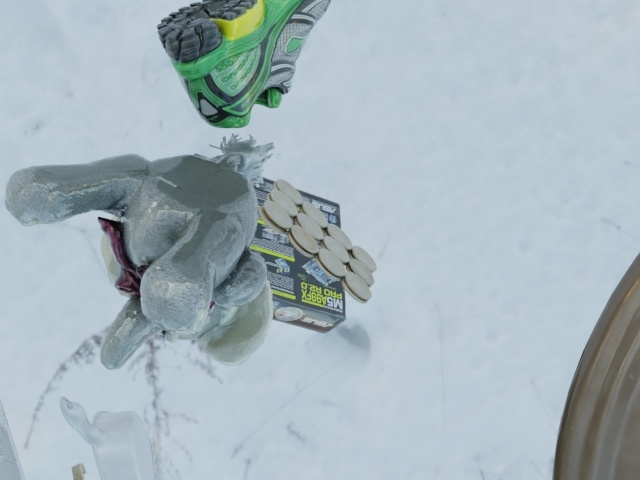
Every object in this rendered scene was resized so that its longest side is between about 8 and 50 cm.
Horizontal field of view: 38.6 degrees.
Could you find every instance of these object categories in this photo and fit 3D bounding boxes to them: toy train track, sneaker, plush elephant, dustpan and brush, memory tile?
[{"bbox_3d":[-0.200,0.235,0.791,0.048,0.083,0.014,-27,155,15],"label":"toy train track"},{"bbox_3d":[-0.080,-0.247,1.129,0.134,0.343,0.146,2,122,28],"label":"sneaker"},{"bbox_3d":[-0.180,0.035,1.066,0.271,0.330,0.256,28,125,17],"label":"plush elephant"},{"bbox_3d":[-0.232,0.228,1.011,0.060,0.147,0.211,-12,137,-5],"label":"dustpan and brush"},{"bbox_3d":[0.000,0.000,0.950,0.148,0.113,0.012,42,110,-10],"label":"memory tile"}]

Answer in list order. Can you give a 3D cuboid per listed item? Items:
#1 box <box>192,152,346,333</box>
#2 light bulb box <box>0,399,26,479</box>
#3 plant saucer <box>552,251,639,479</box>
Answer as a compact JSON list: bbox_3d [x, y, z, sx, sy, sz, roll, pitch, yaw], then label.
[{"bbox_3d":[-0.090,0.007,1.386,0.270,0.216,0.060,18,143,-29],"label":"box"},{"bbox_3d":[-0.360,0.179,0.631,0.225,0.358,0.361,-22,163,-8],"label":"light bulb box"},{"bbox_3d":[0.220,0.080,0.345,0.277,0.041,0.278,-4,105,-13],"label":"plant saucer"}]
